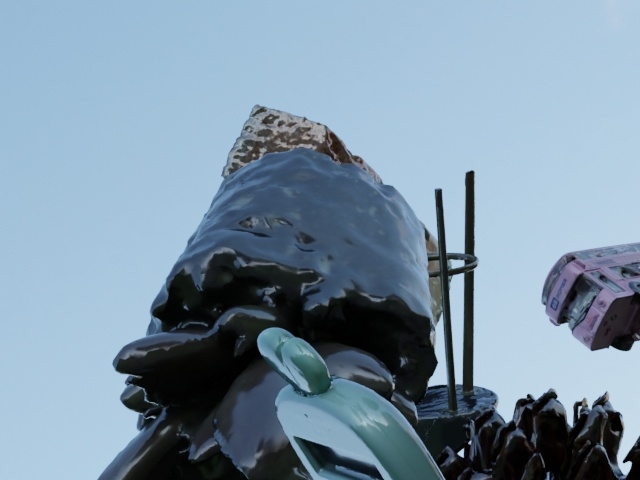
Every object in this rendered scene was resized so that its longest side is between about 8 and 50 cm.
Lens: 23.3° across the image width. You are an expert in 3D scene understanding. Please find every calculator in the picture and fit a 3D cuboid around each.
[{"bbox_3d":[0.023,0.096,0.586,0.021,0.153,0.095,-34,14,-21],"label":"calculator"}]

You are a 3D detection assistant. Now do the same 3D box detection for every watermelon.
[{"bbox_3d":[0.000,0.000,1.389,0.257,0.139,0.193,62,-143,-31],"label":"watermelon"}]

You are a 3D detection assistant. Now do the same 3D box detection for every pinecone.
[{"bbox_3d":[0.172,0.204,1.118,0.221,0.221,0.221,-27,-31,-18],"label":"pinecone"}]

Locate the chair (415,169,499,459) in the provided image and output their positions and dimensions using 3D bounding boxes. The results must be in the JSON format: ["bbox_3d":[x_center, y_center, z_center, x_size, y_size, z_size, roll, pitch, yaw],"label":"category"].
[{"bbox_3d":[0.093,0.059,1.219,0.095,0.104,0.222,-8,-82,-36],"label":"chair"}]

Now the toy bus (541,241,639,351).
[{"bbox_3d":[0.278,0.045,1.340,0.203,0.090,0.063,-6,-54,-44],"label":"toy bus"}]

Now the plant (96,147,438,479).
[{"bbox_3d":[-0.019,0.091,0.921,0.321,0.194,0.182,-73,1,-52],"label":"plant"}]
